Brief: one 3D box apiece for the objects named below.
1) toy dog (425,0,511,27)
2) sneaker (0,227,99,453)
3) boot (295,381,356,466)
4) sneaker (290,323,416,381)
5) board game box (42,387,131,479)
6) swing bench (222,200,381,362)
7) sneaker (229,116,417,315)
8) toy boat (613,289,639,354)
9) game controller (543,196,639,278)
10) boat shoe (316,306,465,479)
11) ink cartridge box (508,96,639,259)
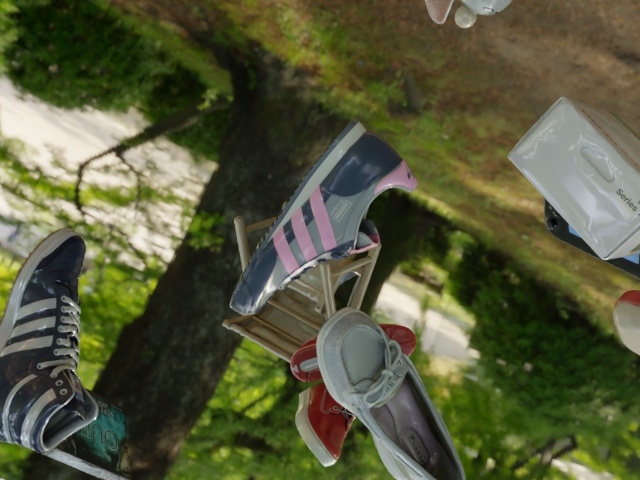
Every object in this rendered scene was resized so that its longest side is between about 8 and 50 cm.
[{"bbox_3d":[0.075,-0.344,1.229,0.220,0.161,0.334,13,-157,-35],"label":"toy dog"},{"bbox_3d":[-0.330,0.130,1.234,0.153,0.282,0.099,18,163,20],"label":"sneaker"},{"bbox_3d":[0.050,0.290,1.728,0.088,0.176,0.244,56,-172,-15],"label":"boot"},{"bbox_3d":[0.056,0.179,1.729,0.221,0.087,0.128,-10,-168,3],"label":"sneaker"},{"bbox_3d":[-0.346,0.281,1.447,0.026,0.126,0.186,-24,146,14],"label":"board game box"},{"bbox_3d":[-0.041,0.094,1.905,0.253,0.255,0.165,26,-150,36],"label":"swing bench"},{"bbox_3d":[0.000,0.000,1.288,0.131,0.319,0.112,36,-156,-1],"label":"sneaker"},{"bbox_3d":[0.578,0.121,1.498,0.231,0.151,0.151,25,165,34],"label":"toy boat"},{"bbox_3d":[0.561,-0.032,1.908,0.319,0.067,0.167,31,148,47],"label":"game controller"},{"bbox_3d":[0.103,0.226,1.355,0.103,0.118,0.320,9,133,54],"label":"boat shoe"},{"bbox_3d":[0.413,-0.086,1.394,0.201,0.117,0.278,51,-155,19],"label":"ink cartridge box"}]
